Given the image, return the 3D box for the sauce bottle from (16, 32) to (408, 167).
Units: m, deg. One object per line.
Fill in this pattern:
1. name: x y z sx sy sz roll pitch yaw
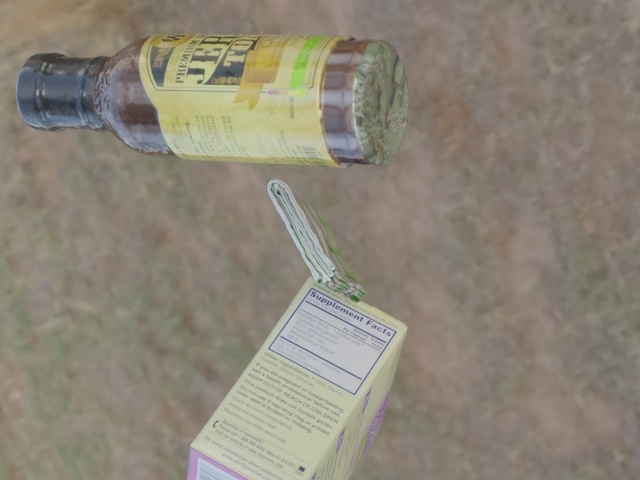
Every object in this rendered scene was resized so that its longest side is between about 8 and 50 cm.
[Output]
1. sauce bottle: -0.100 -0.121 1.477 0.344 0.111 0.111 3 118 25

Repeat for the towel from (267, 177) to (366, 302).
1. towel: 0.000 0.000 1.661 0.113 0.023 0.152 62 -171 15

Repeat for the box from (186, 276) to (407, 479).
1. box: -0.030 0.202 1.786 0.117 0.243 0.213 28 145 13
